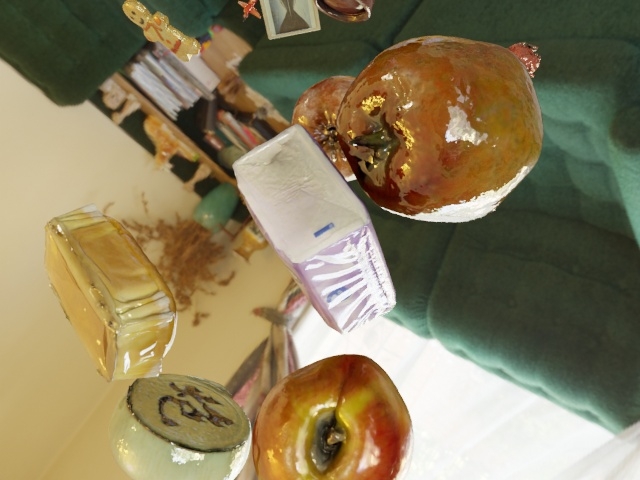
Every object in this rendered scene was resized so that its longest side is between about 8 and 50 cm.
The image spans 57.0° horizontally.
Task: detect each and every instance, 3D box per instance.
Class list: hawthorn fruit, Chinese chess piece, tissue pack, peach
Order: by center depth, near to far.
[{"bbox_3d":[0.153,-0.159,0.847,0.301,0.268,0.268,-5,-166,-34],"label":"hawthorn fruit"},{"bbox_3d":[0.021,0.302,0.901,0.238,0.281,0.281,19,166,11],"label":"peach"},{"bbox_3d":[0.000,0.000,1.047,0.242,0.160,0.338,58,177,32],"label":"tissue pack"},{"bbox_3d":[0.049,-0.242,1.337,0.263,0.235,0.231,56,-168,-74],"label":"hawthorn fruit"},{"bbox_3d":[-0.341,0.469,1.464,0.349,0.146,0.349,23,-169,-5],"label":"Chinese chess piece"}]

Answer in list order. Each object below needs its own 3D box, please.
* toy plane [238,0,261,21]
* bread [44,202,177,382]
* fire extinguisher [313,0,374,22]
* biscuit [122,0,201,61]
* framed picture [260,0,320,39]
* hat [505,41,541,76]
[{"bbox_3d":[-0.089,-0.407,0.894,0.194,0.077,0.126,-9,135,45],"label":"toy plane"},{"bbox_3d":[-0.291,0.069,0.813,0.241,0.107,0.136,46,131,30],"label":"bread"},{"bbox_3d":[0.064,-0.483,0.910,0.104,0.269,0.105,15,177,1],"label":"fire extinguisher"},{"bbox_3d":[-0.460,-0.600,1.691,0.234,0.030,0.153,35,158,-24],"label":"biscuit"},{"bbox_3d":[-0.084,-0.632,1.561,0.203,0.150,0.015,79,-179,-56],"label":"framed picture"},{"bbox_3d":[0.358,-0.342,1.300,0.237,0.286,0.107,54,171,14],"label":"hat"}]
